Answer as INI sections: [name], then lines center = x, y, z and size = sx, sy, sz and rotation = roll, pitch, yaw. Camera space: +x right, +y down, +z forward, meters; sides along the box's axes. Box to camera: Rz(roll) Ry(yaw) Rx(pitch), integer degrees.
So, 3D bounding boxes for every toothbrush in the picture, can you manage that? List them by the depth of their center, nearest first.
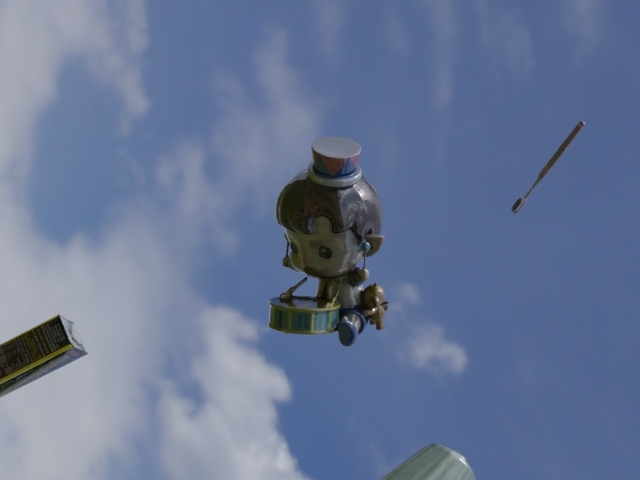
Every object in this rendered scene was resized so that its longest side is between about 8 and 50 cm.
[toothbrush]
center = 0.191, -0.062, 1.345
size = 0.006, 0.008, 0.097
rotation = 42, -78, 23

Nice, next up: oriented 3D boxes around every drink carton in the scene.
[drink carton]
center = -0.388, 0.159, 2.049
size = 0.056, 0.166, 0.071
rotation = 63, 2, 17

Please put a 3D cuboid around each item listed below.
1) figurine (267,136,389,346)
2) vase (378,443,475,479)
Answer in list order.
[figurine]
center = 0.006, -0.001, 2.127
size = 0.161, 0.158, 0.275
rotation = 5, -84, 39
[vase]
center = 0.063, 0.316, 1.642
size = 0.128, 0.248, 0.128
rotation = 38, -18, 15
